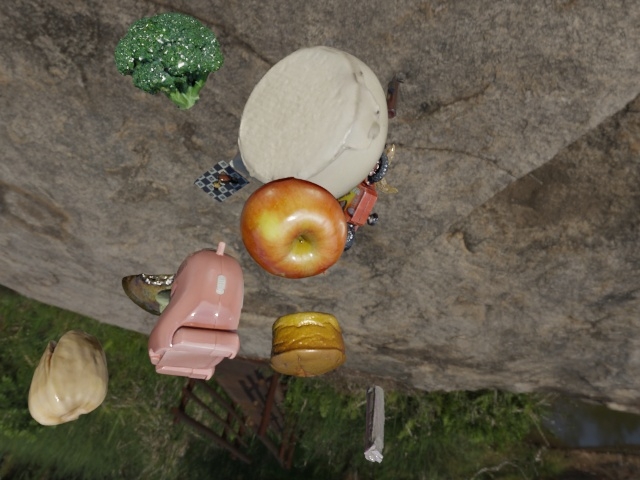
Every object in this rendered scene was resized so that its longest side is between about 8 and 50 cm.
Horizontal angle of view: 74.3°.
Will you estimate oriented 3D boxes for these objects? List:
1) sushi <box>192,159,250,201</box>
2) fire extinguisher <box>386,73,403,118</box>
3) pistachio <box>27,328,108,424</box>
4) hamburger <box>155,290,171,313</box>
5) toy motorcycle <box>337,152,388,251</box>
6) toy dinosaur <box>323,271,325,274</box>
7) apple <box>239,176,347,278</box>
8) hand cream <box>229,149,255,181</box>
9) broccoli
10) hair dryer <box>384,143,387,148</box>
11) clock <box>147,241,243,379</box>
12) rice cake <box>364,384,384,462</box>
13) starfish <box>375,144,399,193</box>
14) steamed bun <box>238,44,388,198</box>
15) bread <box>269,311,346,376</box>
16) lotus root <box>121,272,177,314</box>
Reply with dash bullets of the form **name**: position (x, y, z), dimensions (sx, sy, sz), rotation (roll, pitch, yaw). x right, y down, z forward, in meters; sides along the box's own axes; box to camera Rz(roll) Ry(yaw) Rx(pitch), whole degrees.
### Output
- **sushi**: position (-0.382, -0.233, 1.632), dimensions (0.201, 0.031, 0.139), rotation (-25, 130, 36)
- **fire extinguisher**: position (0.180, -0.374, 1.064), dimensions (0.035, 0.173, 0.049), rotation (-20, 130, 32)
- **pistachio**: position (-0.557, 0.296, 0.933), dimensions (0.158, 0.229, 0.157), rotation (-13, 126, -19)
- **hamburger**: position (-0.404, 0.179, 1.224), dimensions (0.121, 0.054, 0.084), rotation (-9, -163, -43)
- **toy motorcycle**: position (0.093, -0.116, 1.176), dimensions (0.089, 0.171, 0.298), rotation (14, 110, -37)
- **toy dinosaur**: position (0.006, 0.000, 1.725), dimensions (0.056, 0.279, 0.101), rotation (0, 173, -5)
- **apple**: position (-0.043, -0.020, 0.648), dimensions (0.164, 0.139, 0.163), rotation (-7, 116, -14)
- **hand cream**: position (-0.191, -0.312, 1.435), dimensions (0.186, 0.358, 0.118), rotation (33, 128, -25)
- **broccoli**: position (-0.435, -0.530, 1.242), dimensions (0.308, 0.307, 0.275), rotation (12, 152, 6)
- **hair dryer**: position (0.196, -0.407, 1.739), dimensions (0.182, 0.117, 0.064), rotation (22, 132, 29)
- **clock**: position (-0.239, 0.123, 0.819), dimensions (0.143, 0.241, 0.227), rotation (16, 146, -22)
- **rice cake**: position (0.152, 0.509, 1.203), dimensions (0.049, 0.270, 0.055), rotation (-34, 106, 20)
- **starfish**: position (0.184, -0.269, 1.567), dimensions (0.277, 0.235, 0.062), rotation (29, -176, 3)
- **steamed bun**: position (-0.005, -0.258, 1.013), dimensions (0.375, 0.373, 0.241), rotation (-7, 164, 31)
- **bread**: position (-0.033, 0.273, 1.081), dimensions (0.196, 0.142, 0.269), rotation (-4, 155, 2)
- **lotus root**: position (-0.538, 0.183, 1.392), dimensions (0.210, 0.141, 0.314), rotation (-3, 171, -19)
